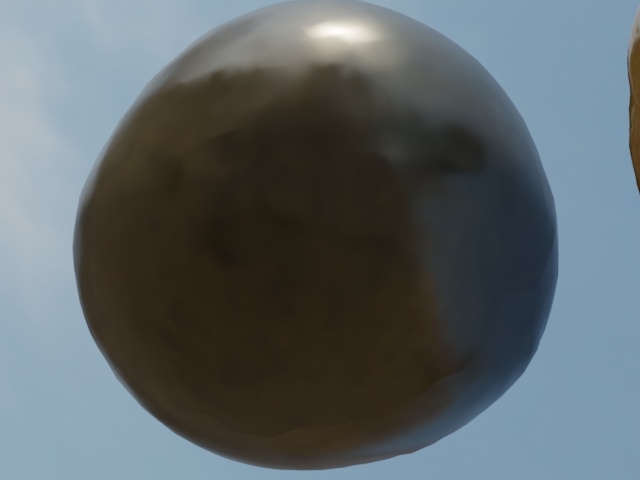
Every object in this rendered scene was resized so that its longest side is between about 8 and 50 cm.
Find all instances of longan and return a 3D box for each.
[{"bbox_3d":[-0.001,-0.002,1.116,0.297,0.297,0.297,33,-43,37],"label":"longan"}]

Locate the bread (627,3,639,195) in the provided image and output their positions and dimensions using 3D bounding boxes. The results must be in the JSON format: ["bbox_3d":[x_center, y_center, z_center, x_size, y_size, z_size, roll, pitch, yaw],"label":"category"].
[{"bbox_3d":[0.167,-0.028,0.537,0.173,0.085,0.134,12,-61,65],"label":"bread"}]
